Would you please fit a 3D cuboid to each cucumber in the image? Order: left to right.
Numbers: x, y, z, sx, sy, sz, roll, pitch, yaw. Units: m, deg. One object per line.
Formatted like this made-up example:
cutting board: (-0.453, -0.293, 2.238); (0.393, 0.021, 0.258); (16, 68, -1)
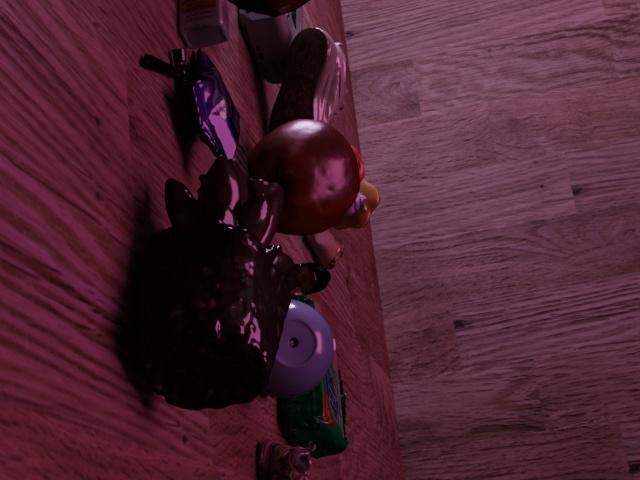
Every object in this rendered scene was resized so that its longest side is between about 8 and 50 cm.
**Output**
cucumber: (-0.020, 0.081, 2.259); (0.300, 0.072, 0.072); (0, 81, -81)

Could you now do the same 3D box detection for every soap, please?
soap: (-0.023, 0.259, 1.968); (0.218, 0.098, 0.273); (57, 22, -52)

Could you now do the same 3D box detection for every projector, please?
projector: (-0.101, -0.499, 2.249); (0.198, 0.108, 0.251); (69, 14, -53)

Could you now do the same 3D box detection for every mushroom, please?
mushroom: (0.000, 0.000, 2.479); (0.084, 0.071, 0.209); (-63, 155, -15)

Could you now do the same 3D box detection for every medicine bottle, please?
medicine bottle: (-0.191, -0.378, 1.681); (0.055, 0.074, 0.118); (62, 20, -59)

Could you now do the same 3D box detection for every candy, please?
candy: (-0.171, -0.212, 1.634); (0.275, 0.070, 0.145); (-99, 172, -67)

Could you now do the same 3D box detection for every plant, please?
plant: (-0.134, 0.041, 1.275); (0.321, 0.181, 0.194); (-92, 162, -49)

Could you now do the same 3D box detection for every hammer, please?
hammer: (-0.229, -0.257, 1.502); (0.178, 0.021, 0.065); (-16, 101, -78)

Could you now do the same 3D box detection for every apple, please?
apple: (-0.036, -0.119, 1.959); (0.234, 0.233, 0.234); (-10, 90, -81)

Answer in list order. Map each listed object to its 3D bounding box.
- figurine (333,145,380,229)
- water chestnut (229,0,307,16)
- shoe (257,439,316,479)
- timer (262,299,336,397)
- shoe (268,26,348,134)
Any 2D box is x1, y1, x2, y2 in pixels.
figurine: (0.037, -0.142, 2.578); (0.208, 0.181, 0.257); (-58, 162, -5)
water chestnut: (-0.080, -0.576, 1.856); (0.350, 0.302, 0.351); (-14, 90, -82)
shoe: (-0.050, 0.402, 1.655); (0.089, 0.092, 0.180); (72, 12, -44)
timer: (-0.048, 0.183, 1.699); (0.255, 0.175, 0.175); (48, 33, -75)
shoe: (-0.008, -0.299, 2.226); (0.159, 0.124, 0.316); (-12, 119, -57)
